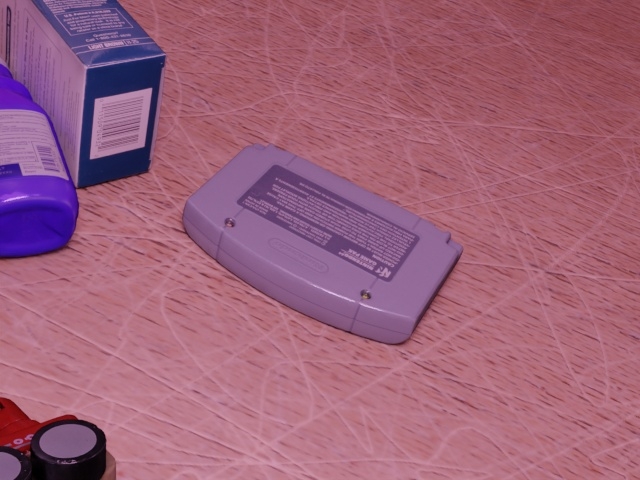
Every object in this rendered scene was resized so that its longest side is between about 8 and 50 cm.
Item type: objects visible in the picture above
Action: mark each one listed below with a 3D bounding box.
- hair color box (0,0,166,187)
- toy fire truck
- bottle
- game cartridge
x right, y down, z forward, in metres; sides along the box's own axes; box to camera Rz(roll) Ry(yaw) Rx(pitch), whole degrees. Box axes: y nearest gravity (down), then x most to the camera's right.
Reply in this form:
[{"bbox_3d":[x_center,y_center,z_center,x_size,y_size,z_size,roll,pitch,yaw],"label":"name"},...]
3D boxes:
[{"bbox_3d":[-0.323,-0.242,1.163,0.105,0.174,0.347,-18,52,-35],"label":"hair color box"},{"bbox_3d":[-0.309,0.166,0.757,0.217,0.158,0.246,-16,31,-39],"label":"toy fire truck"},{"bbox_3d":[-0.354,-0.105,1.062,0.118,0.092,0.283,-7,46,-27],"label":"bottle"},{"bbox_3d":[0.000,0.000,1.100,0.294,0.060,0.196,28,38,12],"label":"game cartridge"}]
